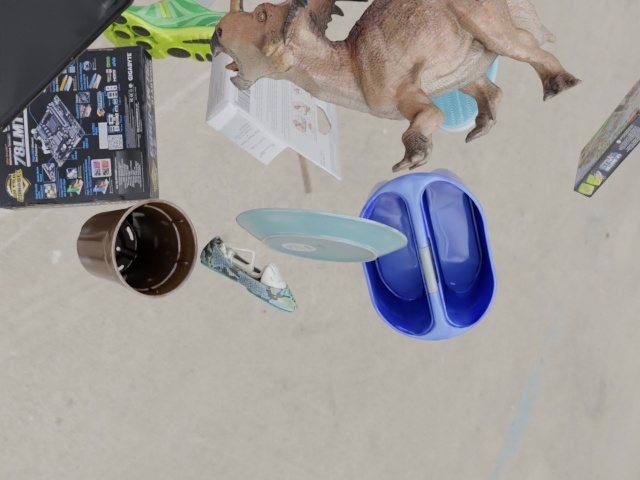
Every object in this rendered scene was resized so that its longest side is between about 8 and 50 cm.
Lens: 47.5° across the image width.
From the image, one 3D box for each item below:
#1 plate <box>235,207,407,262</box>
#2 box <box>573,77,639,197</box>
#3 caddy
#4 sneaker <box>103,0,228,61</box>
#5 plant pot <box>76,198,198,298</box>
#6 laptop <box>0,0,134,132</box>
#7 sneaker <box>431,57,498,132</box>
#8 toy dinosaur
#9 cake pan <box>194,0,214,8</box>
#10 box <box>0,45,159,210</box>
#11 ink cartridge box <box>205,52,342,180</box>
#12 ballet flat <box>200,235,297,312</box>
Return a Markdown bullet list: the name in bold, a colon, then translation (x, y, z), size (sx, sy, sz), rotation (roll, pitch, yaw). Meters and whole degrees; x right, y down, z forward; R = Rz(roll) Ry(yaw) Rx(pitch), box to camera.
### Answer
- **plate**: translation (0.000, 0.000, 0.792), size (0.188, 0.188, 0.024), rotation (18, 74, -45)
- **box**: translation (0.522, -0.181, 1.285), size (0.207, 0.036, 0.114), rotation (113, 1, -53)
- **caddy**: translation (0.201, 0.025, 1.390), size (0.179, 0.241, 0.341), rotation (-79, 155, -69)
- **sneaker**: translation (-0.321, -0.448, 1.519), size (0.296, 0.109, 0.123), rotation (9, 54, -7)
- **plant pot**: translation (-0.329, 0.012, 1.269), size (0.167, 0.165, 0.166), rotation (-2, 93, -45)
- **laptop**: translation (-0.462, -0.295, 0.697), size (0.382, 0.236, 0.407), rotation (-60, 138, -34)
- **sneaker**: translation (0.209, -0.307, 1.148), size (0.208, 0.127, 0.318), rotation (33, 54, -77)
- **toy dinosaur**: translation (0.078, -0.171, 0.586), size (0.296, 0.127, 0.200), rotation (-26, 90, -16)
- **cake pan**: translation (-0.374, -0.600, 1.921), size (0.054, 0.293, 0.293), rotation (51, 61, -24)
- **box**: translation (-0.466, -0.212, 1.387), size (0.073, 0.294, 0.295), rotation (18, 68, -87)
- **ink cartridge box**: translation (-0.082, -0.252, 1.344), size (0.261, 0.066, 0.296), rotation (32, 36, -31)
- **ballet flat**: translation (-0.112, 0.053, 1.219), size (0.188, 0.070, 0.070), rotation (29, 71, 0)
